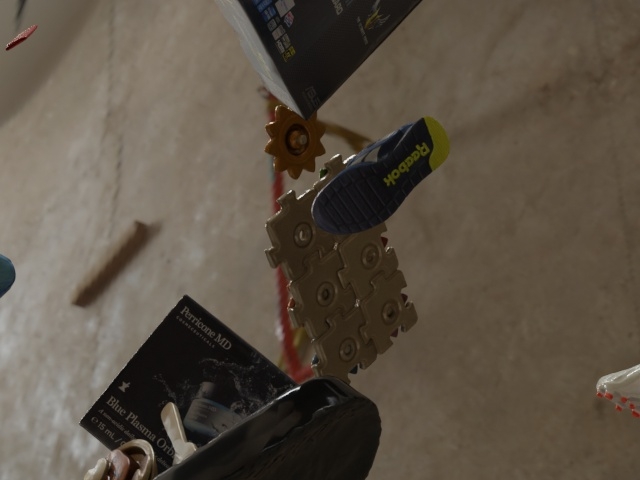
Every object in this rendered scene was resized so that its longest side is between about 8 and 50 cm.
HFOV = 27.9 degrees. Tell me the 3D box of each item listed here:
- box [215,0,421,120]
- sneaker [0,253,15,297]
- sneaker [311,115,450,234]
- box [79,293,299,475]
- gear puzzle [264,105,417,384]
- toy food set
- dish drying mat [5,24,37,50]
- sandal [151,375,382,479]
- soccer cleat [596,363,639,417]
[{"bbox_3d":[0.007,-0.223,1.069,0.059,0.233,0.183,40,83,21],"label":"box"},{"bbox_3d":[-0.286,0.021,1.048,0.073,0.162,0.063,-19,79,11],"label":"sneaker"},{"bbox_3d":[0.045,-0.050,1.080,0.144,0.053,0.059,-36,14,-27],"label":"sneaker"},{"bbox_3d":[-0.116,0.162,1.223,0.158,0.156,0.093,-51,-5,-8],"label":"box"},{"bbox_3d":[0.000,0.000,1.463,0.044,0.339,0.175,9,39,46],"label":"gear puzzle"},{"bbox_3d":[-0.185,0.221,1.091,0.192,0.038,0.132,-50,26,5],"label":"toy food set"},{"bbox_3d":[-0.377,-0.256,1.626,0.032,0.008,0.083,-29,17,8],"label":"dish drying mat"},{"bbox_3d":[-0.107,0.247,0.838,0.107,0.445,0.168,34,146,33],"label":"sandal"},{"bbox_3d":[0.433,0.186,1.685,0.076,0.068,0.196,-59,13,-17],"label":"soccer cleat"}]
